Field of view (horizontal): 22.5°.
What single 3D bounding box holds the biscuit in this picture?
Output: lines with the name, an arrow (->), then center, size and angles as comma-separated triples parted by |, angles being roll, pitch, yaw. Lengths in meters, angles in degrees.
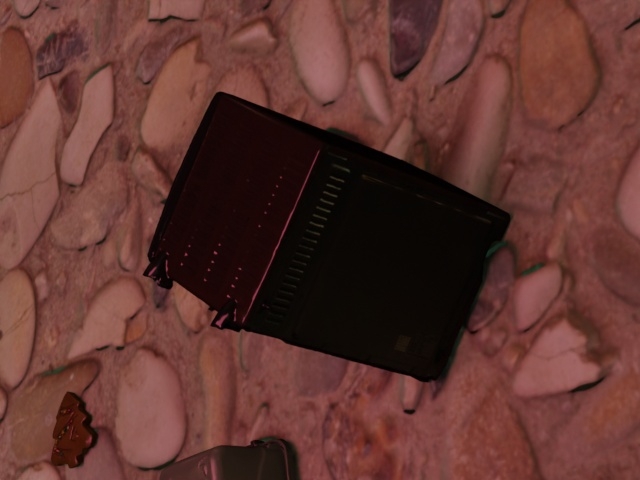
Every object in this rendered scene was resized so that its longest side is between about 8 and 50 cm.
biscuit -> -0.283, 0.214, 1.829 | 0.082, 0.016, 0.092 | -30, 59, 41

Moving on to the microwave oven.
microwave oven -> 0.001, -0.001, 1.391 | 0.188, 0.247, 0.178 | 27, 96, 48

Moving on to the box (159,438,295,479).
box -> -0.090, 0.275, 1.526 | 0.124, 0.093, 0.172 | -28, 58, 42
